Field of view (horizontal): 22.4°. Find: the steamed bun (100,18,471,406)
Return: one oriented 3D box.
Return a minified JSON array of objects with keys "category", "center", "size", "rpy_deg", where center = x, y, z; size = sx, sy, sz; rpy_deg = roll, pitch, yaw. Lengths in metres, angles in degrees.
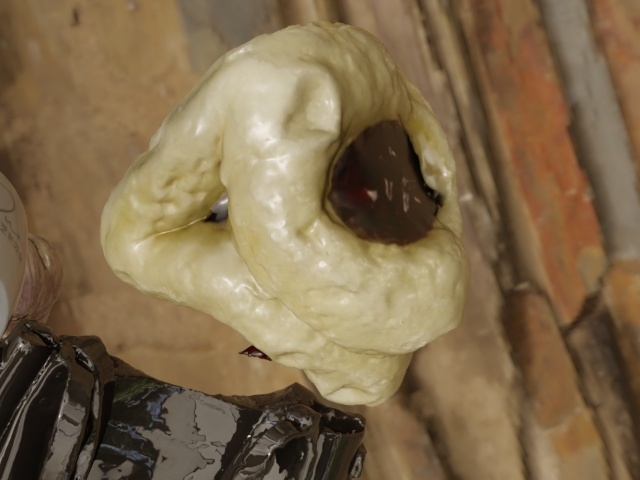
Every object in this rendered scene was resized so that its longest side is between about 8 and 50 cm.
[{"category":"steamed bun","center":[0.000,0.000,0.776],"size":[0.172,0.141,0.155],"rpy_deg":[-46,73,31]}]

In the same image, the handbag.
[{"category":"handbag","center":[-0.131,0.187,1.112],"size":[0.257,0.285,0.113],"rpy_deg":[-61,22,24]}]

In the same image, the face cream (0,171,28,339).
[{"category":"face cream","center":[-0.208,0.007,0.829],"size":[0.104,0.117,0.117],"rpy_deg":[-112,22,-52]}]

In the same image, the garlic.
[{"category":"garlic","center":[-0.306,0.054,1.445],"size":[0.147,0.159,0.102],"rpy_deg":[71,179,-70]}]
